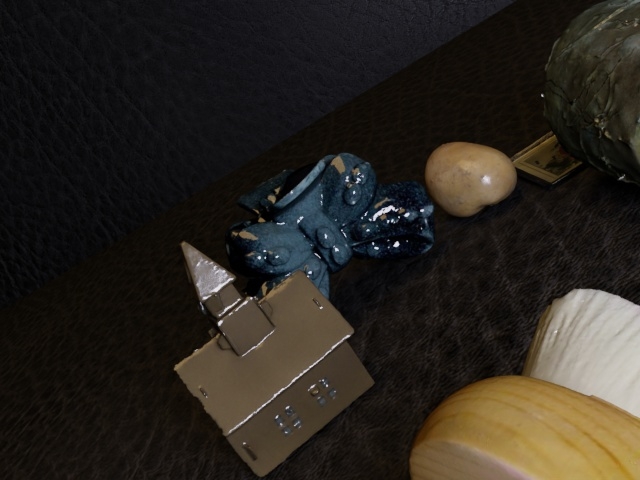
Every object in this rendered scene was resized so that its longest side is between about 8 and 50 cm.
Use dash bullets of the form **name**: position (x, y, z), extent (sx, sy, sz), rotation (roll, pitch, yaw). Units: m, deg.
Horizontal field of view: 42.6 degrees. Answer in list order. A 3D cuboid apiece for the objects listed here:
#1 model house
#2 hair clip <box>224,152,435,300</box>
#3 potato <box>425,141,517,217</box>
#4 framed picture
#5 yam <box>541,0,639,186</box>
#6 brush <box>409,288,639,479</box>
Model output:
- **model house**: position (-0.088, 0.098, 0.931), extent (0.181, 0.248, 0.176), rotation (-36, 16, -13)
- **hair clip**: position (-0.006, -0.003, 1.130), extent (0.310, 0.206, 0.194), rotation (-38, 16, -15)
- **potato**: position (0.208, -0.088, 1.165), extent (0.112, 0.112, 0.147), rotation (-40, 25, -22)
- **framed picture**: position (0.369, -0.144, 1.176), extent (0.199, 0.010, 0.195), rotation (-33, 17, 2)
- **yam**: position (0.374, -0.152, 0.896), extent (0.201, 0.202, 0.271), rotation (-53, 18, 1)
- **brush**: position (0.188, 0.143, 0.457), extent (0.166, 0.174, 0.267), rotation (-31, 22, -25)
